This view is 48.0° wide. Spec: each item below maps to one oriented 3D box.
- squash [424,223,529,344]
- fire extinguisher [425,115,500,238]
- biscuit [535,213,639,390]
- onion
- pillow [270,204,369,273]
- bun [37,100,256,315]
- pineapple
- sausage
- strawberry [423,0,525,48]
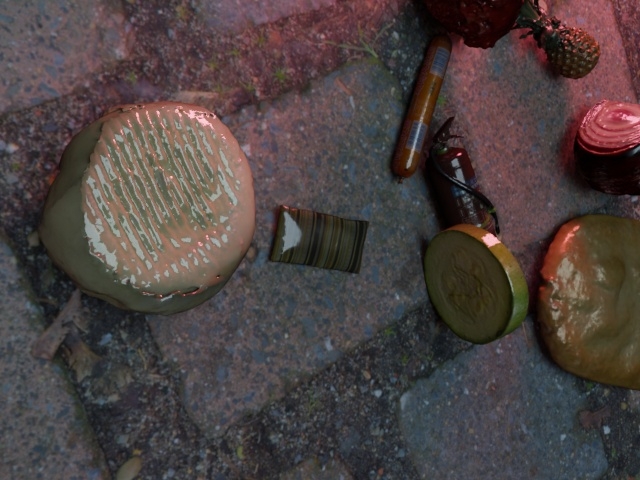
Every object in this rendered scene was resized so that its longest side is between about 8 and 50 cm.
[{"bbox_3d":[0.309,0.088,1.468,0.049,0.252,0.252,-21,102,-30],"label":"squash"},{"bbox_3d":[0.313,-0.093,1.551,0.141,0.105,0.341,-34,108,-40],"label":"fire extinguisher"},{"bbox_3d":[0.711,0.137,1.782,0.446,0.104,0.429,16,84,-30],"label":"biscuit"},{"bbox_3d":[0.725,-0.199,1.729,0.207,0.216,0.206,-44,128,-10],"label":"onion"},{"bbox_3d":[0.000,0.000,1.410,0.203,0.038,0.113,11,89,-29],"label":"pillow"},{"bbox_3d":[-0.277,-0.046,1.158,0.360,0.211,0.359,6,80,-37],"label":"bun"},{"bbox_3d":[0.524,-0.488,1.652,0.277,0.119,0.130,28,97,-26],"label":"pineapple"},{"bbox_3d":[0.215,-0.283,1.515,0.053,0.053,0.347,22,81,-28],"label":"sausage"},{"bbox_3d":[0.305,-0.525,1.450,0.220,0.274,0.274,6,88,2],"label":"strawberry"}]
